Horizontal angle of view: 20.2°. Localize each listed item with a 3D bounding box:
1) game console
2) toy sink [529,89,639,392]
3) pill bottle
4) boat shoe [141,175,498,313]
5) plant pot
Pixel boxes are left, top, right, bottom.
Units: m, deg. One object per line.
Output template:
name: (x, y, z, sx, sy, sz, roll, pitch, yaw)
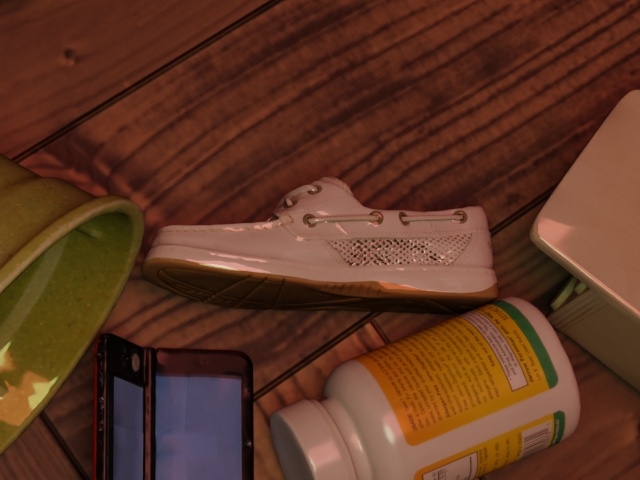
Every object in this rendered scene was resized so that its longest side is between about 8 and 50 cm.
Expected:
game console: (-0.105, 0.143, 1.300, 0.085, 0.124, 0.144, -5, 76, 13)
toy sink: (0.271, 0.024, 1.384, 0.234, 0.131, 0.153, 37, 71, -1)
pill bottle: (0.075, 0.129, 1.325, 0.208, 0.117, 0.117, -21, 83, -16)
boat shoe: (0.000, 0.000, 1.353, 0.277, 0.098, 0.096, 4, 76, -21)
plant pot: (-0.303, 0.012, 1.210, 0.254, 0.276, 0.276, 36, 72, 10)
